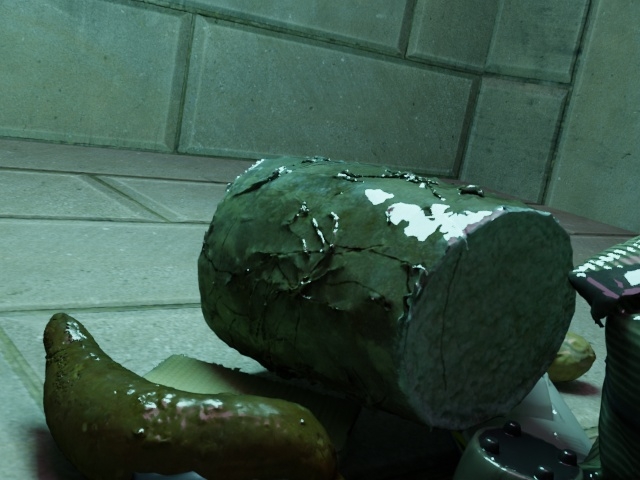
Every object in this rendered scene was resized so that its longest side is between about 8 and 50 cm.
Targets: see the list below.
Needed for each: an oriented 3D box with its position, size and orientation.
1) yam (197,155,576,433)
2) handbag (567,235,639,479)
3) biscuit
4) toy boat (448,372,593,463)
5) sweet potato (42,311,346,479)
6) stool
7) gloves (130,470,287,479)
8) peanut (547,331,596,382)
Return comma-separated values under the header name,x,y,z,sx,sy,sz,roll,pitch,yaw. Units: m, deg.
name,x,y,z,sx,sy,sz,roll,pitch,yaw
yam,0.046,0.038,0.722,0.240,0.241,0.348,1,8,-38
handbag,0.334,0.106,0.513,0.240,0.248,0.340,-9,13,-29
biscuit,-0.068,0.157,0.685,0.199,0.041,0.121,13,9,10
toy boat,0.184,0.182,0.676,0.129,0.088,0.295,8,20,-9
sweet potato,-0.112,0.145,0.570,0.309,0.098,0.124,18,17,15
stool,0.132,0.191,0.528,0.096,0.110,0.096,13,11,-2
gloves,0.000,0.187,0.412,0.285,0.142,0.119,16,41,22
peanut,0.267,0.141,0.950,0.174,0.080,0.080,7,13,-13
